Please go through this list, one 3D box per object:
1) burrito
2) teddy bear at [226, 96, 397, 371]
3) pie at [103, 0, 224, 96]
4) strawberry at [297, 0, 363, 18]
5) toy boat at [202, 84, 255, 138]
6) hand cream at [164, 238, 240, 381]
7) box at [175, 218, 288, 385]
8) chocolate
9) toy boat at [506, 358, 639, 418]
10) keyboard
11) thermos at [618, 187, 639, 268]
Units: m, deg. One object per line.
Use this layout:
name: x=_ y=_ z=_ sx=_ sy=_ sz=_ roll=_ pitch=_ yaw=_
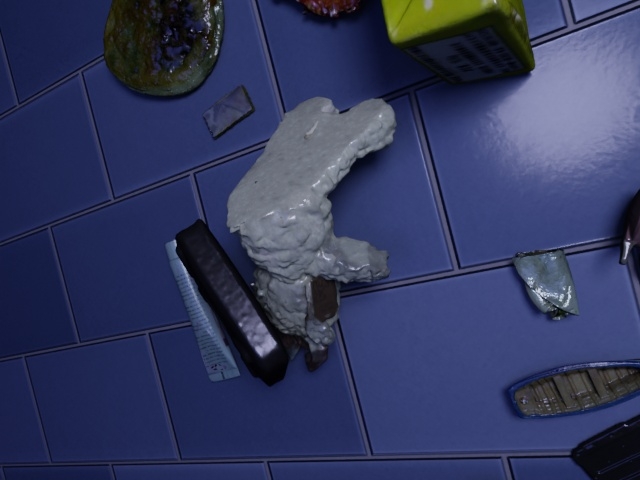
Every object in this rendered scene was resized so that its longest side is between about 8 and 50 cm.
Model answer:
burrito: x=0.360 y=0.070 z=0.641 sx=0.074 sy=0.044 sz=0.118 roll=-18 pitch=87 yaw=25
teddy bear: x=0.000 y=0.000 z=0.740 sx=0.327 sy=0.362 sz=0.375 roll=21 pitch=63 yaw=40
pie: x=-0.338 y=-0.456 z=0.854 sx=0.323 sy=0.070 sz=0.323 roll=3 pitch=98 yaw=20
strawberry: x=-0.019 y=-0.539 z=0.703 sx=0.234 sy=0.137 sz=0.306 roll=-13 pitch=117 yaw=41
toy boat: x=-0.193 y=-0.268 z=0.843 sx=0.115 sy=0.016 sz=0.063 roll=-27 pitch=85 yaw=21
hand cream: x=-0.270 y=0.155 z=0.895 sx=0.085 sy=0.058 sz=0.331 roll=-20 pitch=88 yaw=21
box: x=-0.154 y=0.130 z=0.735 sx=0.073 sy=0.290 sz=0.289 roll=-31 pitch=74 yaw=-19
chocolate: x=0.176 y=-0.373 z=0.539 sx=0.137 sy=0.301 sz=0.288 roll=-13 pitch=90 yaw=35
toy boat: x=0.417 y=0.225 z=0.634 sx=0.229 sy=0.046 sz=0.080 roll=-26 pitch=85 yaw=22
keyboard: x=0.528 y=0.303 z=0.613 sx=0.262 sy=0.016 sz=0.106 roll=-44 pitch=79 yaw=21
thermos: x=0.549 y=0.004 z=0.517 sx=0.265 sy=0.146 sz=0.176 roll=13 pitch=126 yaw=28
